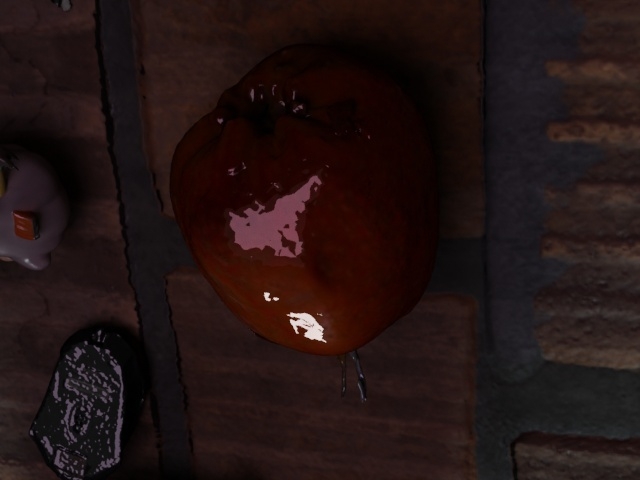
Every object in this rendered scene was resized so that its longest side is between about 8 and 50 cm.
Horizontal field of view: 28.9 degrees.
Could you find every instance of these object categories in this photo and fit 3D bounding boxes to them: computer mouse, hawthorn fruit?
[{"bbox_3d":[-0.219,0.158,1.203,0.099,0.057,0.172,19,106,13],"label":"computer mouse"},{"bbox_3d":[0.000,0.000,0.980,0.211,0.211,0.299,-7,119,22],"label":"hawthorn fruit"}]

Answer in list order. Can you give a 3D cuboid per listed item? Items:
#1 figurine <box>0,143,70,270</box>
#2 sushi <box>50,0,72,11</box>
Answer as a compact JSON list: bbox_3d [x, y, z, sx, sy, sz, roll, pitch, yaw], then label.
[{"bbox_3d":[-0.301,-0.020,1.126,0.229,0.112,0.137,-36,90,41],"label":"figurine"},{"bbox_3d":[-0.256,-0.319,1.014,0.193,0.040,0.210,33,119,3],"label":"sushi"}]
